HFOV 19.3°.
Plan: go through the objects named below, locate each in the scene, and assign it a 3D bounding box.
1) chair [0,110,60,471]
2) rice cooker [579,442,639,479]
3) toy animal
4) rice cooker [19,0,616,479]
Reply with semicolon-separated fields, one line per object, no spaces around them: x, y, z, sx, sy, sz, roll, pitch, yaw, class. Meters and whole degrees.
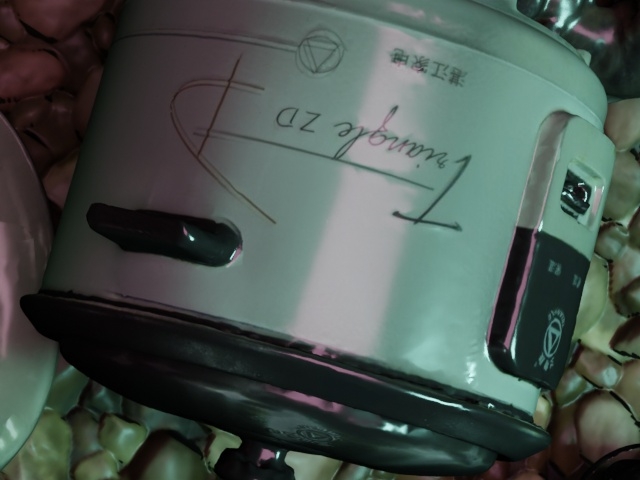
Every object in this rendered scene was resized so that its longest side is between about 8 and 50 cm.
-0.253;0.028;0.814;0.274;0.190;0.203;-5;93;-6;chair
0.178;0.204;0.942;0.142;0.118;0.203;5;93;-14;rice cooker
0.193;-0.114;0.975;0.232;0.084;0.148;23;97;-14;toy animal
0.000;0.000;0.836;0.241;0.280;0.227;12;82;27;rice cooker
